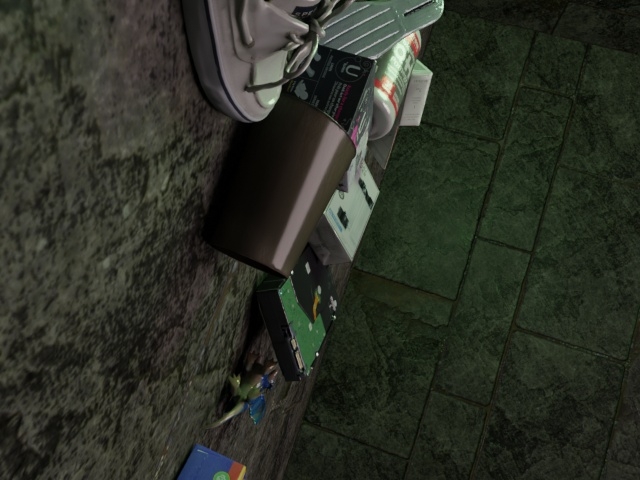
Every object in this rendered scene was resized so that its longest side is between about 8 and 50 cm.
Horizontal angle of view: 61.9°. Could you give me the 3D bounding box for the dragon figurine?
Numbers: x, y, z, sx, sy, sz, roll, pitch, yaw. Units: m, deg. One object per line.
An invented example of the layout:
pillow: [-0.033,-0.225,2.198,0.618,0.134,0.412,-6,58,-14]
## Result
dragon figurine: [-0.161,0.346,1.184,0.289,0.085,0.144,-62,166,-54]

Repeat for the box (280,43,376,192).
box: [0.013,-0.214,0.986,0.247,0.142,0.163,76,33,-73]

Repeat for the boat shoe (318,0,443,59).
boat shoe: [0.101,-0.401,1.016,0.094,0.302,0.109,6,-60,64]

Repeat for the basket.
basket: [-0.061,-0.069,0.806,0.226,0.154,0.204,-67,155,-9]

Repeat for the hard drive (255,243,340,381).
hard drive: [-0.043,0.147,1.297,0.339,0.064,0.236,-58,135,-63]

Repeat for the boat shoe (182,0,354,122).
boat shoe: [-0.042,-0.245,0.545,0.367,0.157,0.135,91,19,-60]

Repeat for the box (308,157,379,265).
box: [0.051,-0.096,1.380,0.169,0.087,0.290,60,37,-30]

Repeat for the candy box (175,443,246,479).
candy box: [-0.250,0.600,1.019,0.268,0.122,0.317,-62,165,-49]

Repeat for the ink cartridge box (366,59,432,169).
ink cartridge box: [0.170,-0.373,1.401,0.296,0.066,0.261,-115,-153,-47]

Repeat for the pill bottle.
pill bottle: [0.117,-0.393,1.161,0.176,0.176,0.318,86,23,-67]

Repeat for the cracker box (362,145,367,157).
cracker box: [0.081,-0.227,1.615,0.232,0.067,0.155,-57,163,-56]
